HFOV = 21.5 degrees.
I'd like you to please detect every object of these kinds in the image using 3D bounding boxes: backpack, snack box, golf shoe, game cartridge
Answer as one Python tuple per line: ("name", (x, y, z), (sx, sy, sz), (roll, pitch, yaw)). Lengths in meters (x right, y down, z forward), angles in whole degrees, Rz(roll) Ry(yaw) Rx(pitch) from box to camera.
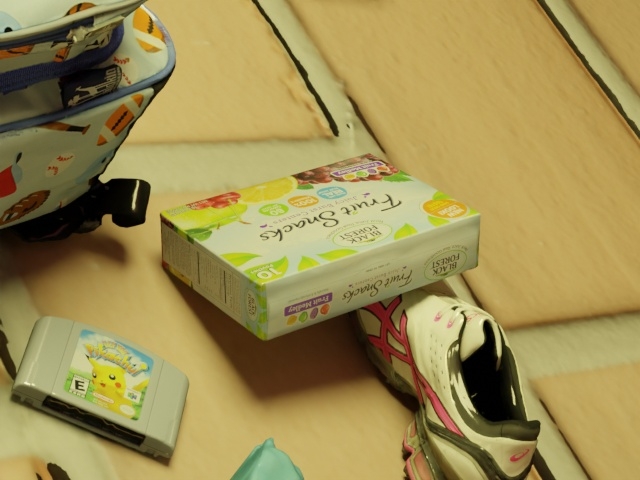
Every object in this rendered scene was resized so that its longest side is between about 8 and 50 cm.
("backpack", (-0.223, -0.108, 0.780), (0.263, 0.213, 0.276), (-32, 74, -39))
("snack box", (0.000, 0.000, 0.898), (0.141, 0.037, 0.100), (-18, 33, -32))
("golf shoe", (0.072, 0.058, 0.905), (0.067, 0.086, 0.186), (6, 45, -31))
("game cartridge", (-0.105, 0.069, 0.820), (0.083, 0.017, 0.056), (24, 35, -13))

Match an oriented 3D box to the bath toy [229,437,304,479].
("bath toy", (0.100, 0.204, 0.735), (0.348, 0.129, 0.151), (28, 38, -9))
